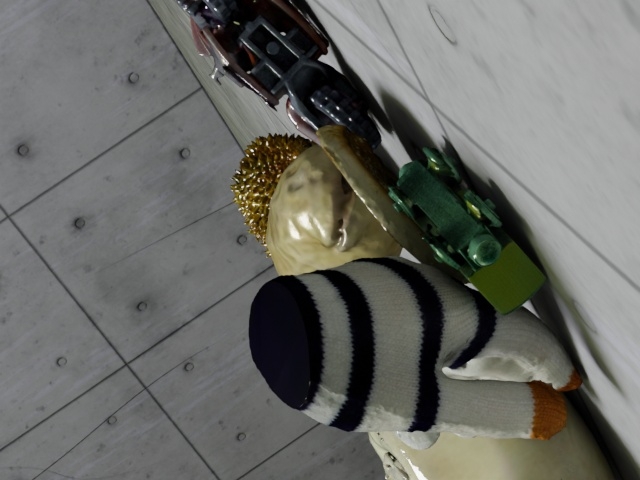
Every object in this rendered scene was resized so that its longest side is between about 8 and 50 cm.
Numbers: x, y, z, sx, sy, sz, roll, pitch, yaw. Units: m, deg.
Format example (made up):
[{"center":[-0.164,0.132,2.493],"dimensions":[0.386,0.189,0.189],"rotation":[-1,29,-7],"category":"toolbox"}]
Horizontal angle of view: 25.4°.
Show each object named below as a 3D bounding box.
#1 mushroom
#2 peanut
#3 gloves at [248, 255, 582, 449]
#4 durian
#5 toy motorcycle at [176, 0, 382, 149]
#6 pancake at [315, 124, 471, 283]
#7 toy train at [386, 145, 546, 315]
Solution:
[{"center":[0.118,0.189,1.107],"dimensions":[0.246,0.202,0.246],"rotation":[50,165,18],"category":"mushroom"},{"center":[0.013,-0.016,1.290],"dimensions":[0.130,0.130,0.290],"rotation":[56,174,2],"category":"peanut"},{"center":[0.073,0.072,0.932],"dimensions":[0.140,0.219,0.131],"rotation":[160,106,-63],"category":"gloves"},{"center":[-0.025,-0.042,1.549],"dimensions":[0.158,0.137,0.168],"rotation":[33,152,26],"category":"durian"},{"center":[-0.035,-0.142,1.106],"dimensions":[0.212,0.084,0.118],"rotation":[43,175,2],"category":"toy motorcycle"},{"center":[0.058,-0.025,1.005],"dimensions":[0.158,0.028,0.158],"rotation":[41,-169,-10],"category":"pancake"},{"center":[0.090,-0.009,0.888],"dimensions":[0.081,0.050,0.122],"rotation":[43,-173,-32],"category":"toy train"}]
